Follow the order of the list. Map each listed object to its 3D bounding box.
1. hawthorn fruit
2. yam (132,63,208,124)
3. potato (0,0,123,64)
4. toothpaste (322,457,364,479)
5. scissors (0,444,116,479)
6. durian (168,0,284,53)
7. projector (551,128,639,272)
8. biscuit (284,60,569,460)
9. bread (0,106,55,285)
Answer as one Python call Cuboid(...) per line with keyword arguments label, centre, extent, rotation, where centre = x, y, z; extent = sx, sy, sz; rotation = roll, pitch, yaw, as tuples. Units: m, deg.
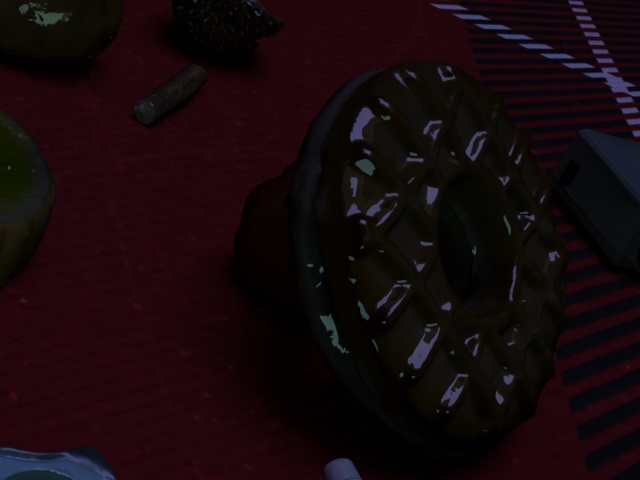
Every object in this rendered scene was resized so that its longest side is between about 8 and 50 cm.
Cuboid(label="hawthorn fruit", centre=(0.000, 0.000, 1.095), extent=(0.133, 0.132, 0.138), rotation=(-8, 49, -49))
Cuboid(label="yam", centre=(-0.157, -0.158, 1.322), extent=(0.032, 0.032, 0.145), rotation=(31, 29, 3))
Cuboid(label="potato", centre=(-0.281, -0.248, 1.261), extent=(0.176, 0.137, 0.137), rotation=(-1, 40, -40))
Cuboid(label="toothpaste", centre=(0.046, 0.242, 0.848), extent=(0.052, 0.033, 0.218), rotation=(11, 37, -33))
Cuboid(label="scissors", centre=(-0.168, 0.233, 0.667), extent=(0.191, 0.029, 0.360), rotation=(32, 28, 4))
Cuboid(label="durian", centre=(-0.129, -0.272, 1.464), extent=(0.148, 0.091, 0.188), rotation=(47, 11, 32))
Cuboid(label="projector", centre=(0.440, -0.033, 1.581), extent=(0.257, 0.099, 0.192), rotation=(10, 32, -32))
Cuboid(label="biscuit", centre=(0.097, 0.009, 1.025), extent=(0.332, 0.103, 0.331), rotation=(17, 67, -47))
Cuboid(label="bread", centre=(-0.319, -0.050, 0.957), extent=(0.236, 0.070, 0.236), rotation=(23, 28, -13))
